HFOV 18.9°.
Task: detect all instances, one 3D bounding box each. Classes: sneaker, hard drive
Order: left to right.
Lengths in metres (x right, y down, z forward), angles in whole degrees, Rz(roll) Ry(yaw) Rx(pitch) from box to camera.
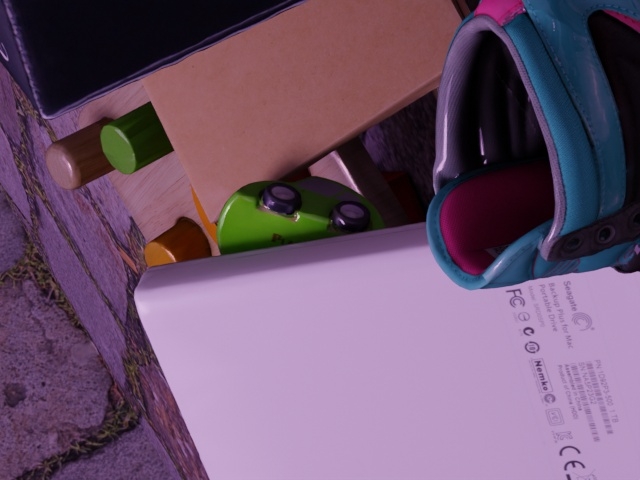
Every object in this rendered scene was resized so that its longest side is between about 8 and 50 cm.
[{"bbox_3d":[0.071,0.082,1.086,0.040,0.307,0.203,-69,-35,-54],"label":"hard drive"},{"bbox_3d":[0.143,-0.006,0.855,0.295,0.178,0.124,65,164,-15],"label":"sneaker"}]

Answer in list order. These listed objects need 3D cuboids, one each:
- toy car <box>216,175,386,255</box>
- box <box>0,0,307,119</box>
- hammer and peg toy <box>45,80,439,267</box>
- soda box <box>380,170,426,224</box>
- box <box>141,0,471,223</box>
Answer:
[{"bbox_3d":[0.054,0.008,1.101,0.053,0.225,0.239,-71,-4,-55],"label":"toy car"},{"bbox_3d":[-0.158,-0.408,0.922,0.472,0.297,0.480,52,162,38],"label":"box"},{"bbox_3d":[-0.018,-0.035,1.231,0.266,0.127,0.361,59,145,1],"label":"hammer and peg toy"},{"bbox_3d":[0.000,0.000,1.496,0.083,0.092,0.263,67,164,-10],"label":"soda box"},{"bbox_3d":[-0.021,-0.127,1.106,0.021,0.201,0.164,-5,-113,-61],"label":"box"}]
